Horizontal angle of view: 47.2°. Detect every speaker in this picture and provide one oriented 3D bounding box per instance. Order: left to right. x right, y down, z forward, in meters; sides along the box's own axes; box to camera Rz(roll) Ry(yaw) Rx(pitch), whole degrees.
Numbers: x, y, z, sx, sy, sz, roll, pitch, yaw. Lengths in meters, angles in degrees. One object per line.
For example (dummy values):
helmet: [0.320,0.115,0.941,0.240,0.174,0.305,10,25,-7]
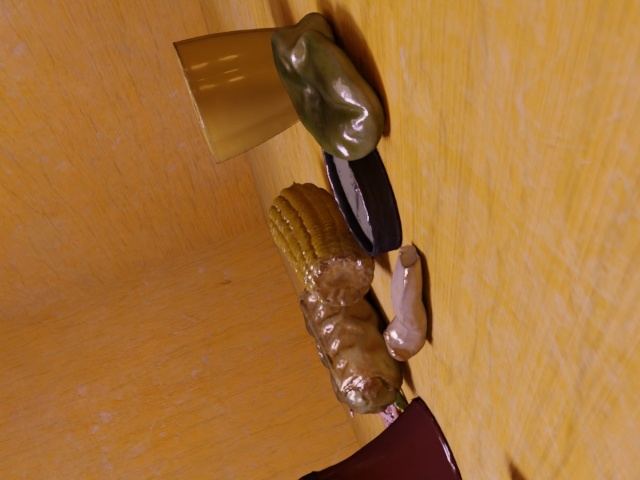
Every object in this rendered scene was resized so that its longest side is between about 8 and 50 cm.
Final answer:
speaker: [0.054,0.404,1.224,0.259,0.330,0.198,59,-170,-88]

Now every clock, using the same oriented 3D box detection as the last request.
clock: [0.049,-0.067,0.937,0.184,0.040,0.184,159,90,-83]

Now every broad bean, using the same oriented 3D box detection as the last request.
broad bean: [0.005,-0.170,0.823,0.153,0.072,0.206,78,169,-49]

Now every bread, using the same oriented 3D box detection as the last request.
bread: [0.056,0.177,1.280,0.152,0.130,0.267,90,160,-47]

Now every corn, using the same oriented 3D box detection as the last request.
corn: [0.000,0.000,1.165,0.344,0.131,0.131,-125,15,-65]

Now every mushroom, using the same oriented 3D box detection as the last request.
mushroom: [0.105,0.079,0.902,0.202,0.054,0.059,85,165,-52]

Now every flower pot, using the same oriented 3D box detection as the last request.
flower pot: [-0.111,-0.234,1.120,0.195,0.179,0.195,161,90,-83]

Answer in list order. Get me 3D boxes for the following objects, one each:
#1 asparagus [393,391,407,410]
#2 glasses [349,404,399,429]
asparagus: [0.116,0.235,1.403,0.236,0.027,0.034,65,-176,34]
glasses: [0.108,0.356,1.564,0.255,0.095,0.162,-116,7,-60]
